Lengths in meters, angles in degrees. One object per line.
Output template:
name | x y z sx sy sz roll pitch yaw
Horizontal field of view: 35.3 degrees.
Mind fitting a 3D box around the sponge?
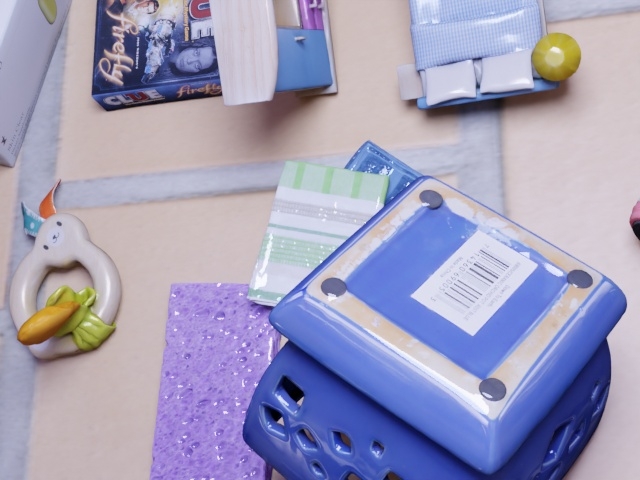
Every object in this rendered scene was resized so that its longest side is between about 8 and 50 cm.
sponge | -0.100 0.145 0.991 0.117 0.031 0.210 -1 73 14

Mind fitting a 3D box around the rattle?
rattle | -0.293 0.017 1.030 0.130 0.142 0.200 -20 74 28

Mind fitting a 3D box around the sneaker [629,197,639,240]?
sneaker | 0.434 -0.032 0.853 0.313 0.116 0.136 14 76 19

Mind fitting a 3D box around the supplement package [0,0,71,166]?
supplement package | -0.413 -0.244 1.114 0.204 0.145 0.262 14 78 5

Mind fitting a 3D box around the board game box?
board game box | -0.169 -0.274 1.132 0.165 0.042 0.243 -6 72 13

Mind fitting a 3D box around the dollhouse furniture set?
dollhouse furniture set | 0.072 -0.261 0.922 0.303 0.198 0.286 -5 99 19

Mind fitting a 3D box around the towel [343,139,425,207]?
towel | 0.074 -0.044 1.002 0.119 0.029 0.067 36 86 22

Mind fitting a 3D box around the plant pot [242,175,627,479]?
plant pot | 0.096 0.100 0.807 0.236 0.212 0.236 33 53 23

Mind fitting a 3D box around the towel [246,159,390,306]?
towel | 0.000 0.000 0.984 0.113 0.023 0.152 11 75 14
